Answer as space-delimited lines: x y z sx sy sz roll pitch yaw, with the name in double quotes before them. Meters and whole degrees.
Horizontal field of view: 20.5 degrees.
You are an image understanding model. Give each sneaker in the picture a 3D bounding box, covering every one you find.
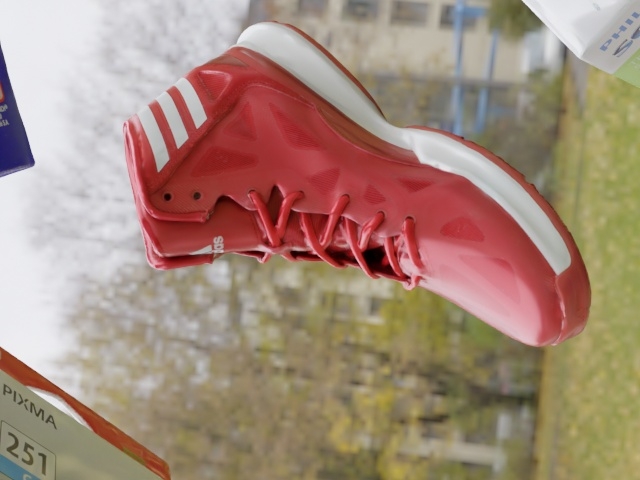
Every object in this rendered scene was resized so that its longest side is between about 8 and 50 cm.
"sneaker" 0.000 0.000 0.762 0.128 0.221 0.087 -35 -38 -27

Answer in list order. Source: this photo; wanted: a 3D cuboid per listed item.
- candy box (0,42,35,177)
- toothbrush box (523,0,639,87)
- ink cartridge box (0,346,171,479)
"candy box" -0.388 -0.049 1.092 0.268 0.317 0.122 -25 -78 -63
"toothbrush box" 0.244 -0.203 1.118 0.206 0.122 0.283 -48 -23 17
"ink cartridge box" -0.206 0.192 1.512 0.296 0.066 0.261 39 -158 -30
